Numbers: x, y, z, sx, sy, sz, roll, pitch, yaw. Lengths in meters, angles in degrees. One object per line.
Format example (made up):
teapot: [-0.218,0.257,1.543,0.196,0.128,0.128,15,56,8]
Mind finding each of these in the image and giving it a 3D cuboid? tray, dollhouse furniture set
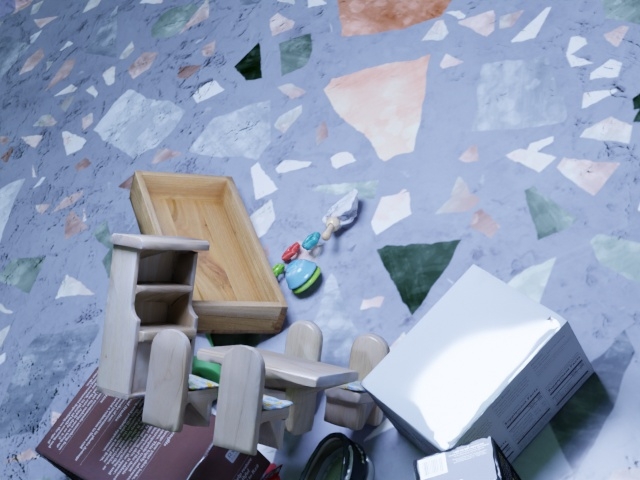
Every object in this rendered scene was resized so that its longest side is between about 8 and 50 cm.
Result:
tray: [-0.220,0.017,2.122,0.203,0.076,0.411,2,37,-24]
dollhouse furniture set: [-0.135,0.142,1.742,0.394,0.362,0.256,9,94,32]

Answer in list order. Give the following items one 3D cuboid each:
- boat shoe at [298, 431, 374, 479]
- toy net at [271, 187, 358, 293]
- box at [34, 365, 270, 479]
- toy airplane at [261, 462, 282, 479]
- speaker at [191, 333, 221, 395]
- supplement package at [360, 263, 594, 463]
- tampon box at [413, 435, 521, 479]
boat shoe: [-0.015,0.431,1.687,0.114,0.091,0.302,-2,52,32]
toy net: [0.000,0.000,2.105,0.232,0.045,0.122,-50,18,-18]
box: [-0.284,0.358,1.873,0.381,0.143,0.191,12,60,48]
toy airplane: [-0.119,0.407,1.824,0.151,0.028,0.151,-19,42,18]
speaker: [-0.265,0.169,2.060,0.131,0.131,0.296,-32,42,5]
supplement package: [0.233,0.205,1.689,0.262,0.145,0.204,-45,43,-10]
tampon box: [0.215,0.364,1.546,0.120,0.161,0.101,-21,44,15]
